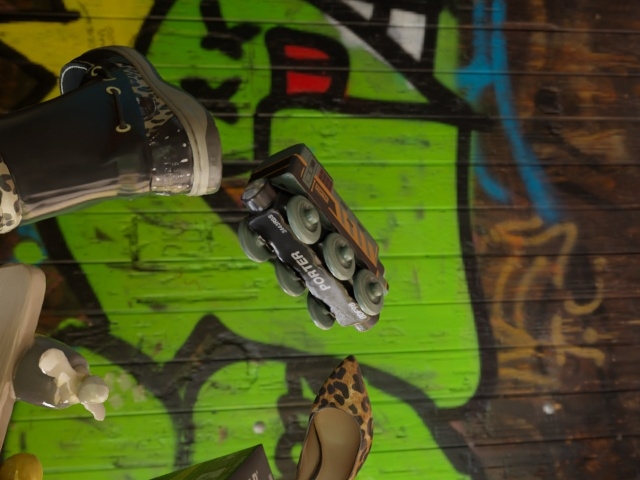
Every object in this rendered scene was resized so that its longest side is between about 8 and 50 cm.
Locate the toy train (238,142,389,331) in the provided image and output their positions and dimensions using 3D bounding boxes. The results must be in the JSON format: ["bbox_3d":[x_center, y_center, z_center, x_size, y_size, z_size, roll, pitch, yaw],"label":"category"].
[{"bbox_3d":[0.000,0.000,1.156,0.334,0.142,0.190,48,-143,-29],"label":"toy train"}]

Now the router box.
[{"bbox_3d":[-0.220,0.406,1.028,0.309,0.243,0.081,1,-111,-79],"label":"router box"}]

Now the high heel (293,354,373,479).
[{"bbox_3d":[0.006,0.290,0.937,0.186,0.093,0.261,-3,-76,-75],"label":"high heel"}]

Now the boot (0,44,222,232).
[{"bbox_3d":[-0.200,-0.081,0.518,0.236,0.179,0.085,35,133,43],"label":"boot"}]

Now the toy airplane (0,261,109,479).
[{"bbox_3d":[-0.333,0.269,0.648,0.386,0.272,0.384,-43,52,24],"label":"toy airplane"}]
